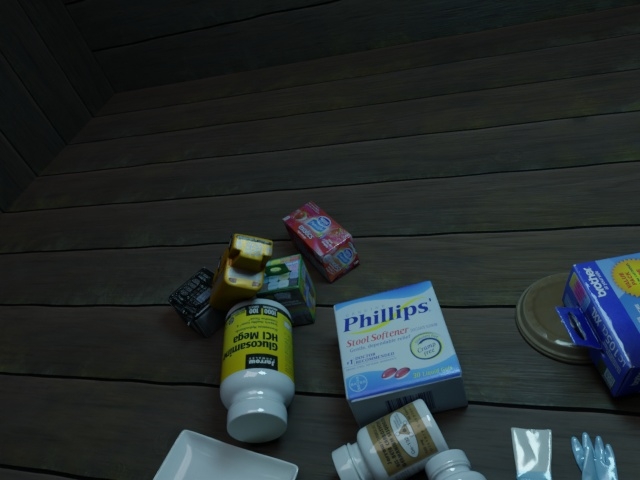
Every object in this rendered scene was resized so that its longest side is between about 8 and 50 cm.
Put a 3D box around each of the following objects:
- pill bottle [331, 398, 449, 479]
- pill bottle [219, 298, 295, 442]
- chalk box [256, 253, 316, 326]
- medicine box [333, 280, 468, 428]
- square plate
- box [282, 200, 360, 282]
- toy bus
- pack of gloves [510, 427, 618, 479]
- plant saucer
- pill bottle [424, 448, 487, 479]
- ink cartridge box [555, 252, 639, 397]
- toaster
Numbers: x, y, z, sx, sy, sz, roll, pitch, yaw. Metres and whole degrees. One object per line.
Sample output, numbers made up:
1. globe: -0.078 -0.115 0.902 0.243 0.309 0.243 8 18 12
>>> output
1. pill bottle: 0.147 0.449 1.118 0.229 0.131 0.131 -27 41 0
2. pill bottle: -0.160 0.328 1.337 0.187 0.188 0.334 -15 41 7
3. chalk box: -0.104 0.133 1.504 0.132 0.213 0.132 -10 41 11
4. medicine box: 0.187 0.275 1.281 0.263 0.149 0.289 -15 42 6
5. square plate: -0.258 0.626 1.160 0.347 0.049 0.344 5 47 27
6. box: 0.000 0.000 1.672 0.122 0.128 0.257 -32 42 -13
7. toy bus: -0.223 0.094 1.426 0.108 0.333 0.130 13 66 -16
8. pack of gloves: 0.481 0.474 1.022 0.194 0.046 0.232 -2 44 19
9. plant saucer: 0.628 0.179 1.288 0.277 0.041 0.278 -11 42 10
10. pill bottle: 0.282 0.523 0.991 0.124 0.124 0.222 -22 41 -2
11. ink cartridge box: 0.720 0.169 1.132 0.395 0.151 0.270 -12 48 3
12. toaster: -0.366 0.195 1.625 0.168 0.110 0.185 24 57 40
